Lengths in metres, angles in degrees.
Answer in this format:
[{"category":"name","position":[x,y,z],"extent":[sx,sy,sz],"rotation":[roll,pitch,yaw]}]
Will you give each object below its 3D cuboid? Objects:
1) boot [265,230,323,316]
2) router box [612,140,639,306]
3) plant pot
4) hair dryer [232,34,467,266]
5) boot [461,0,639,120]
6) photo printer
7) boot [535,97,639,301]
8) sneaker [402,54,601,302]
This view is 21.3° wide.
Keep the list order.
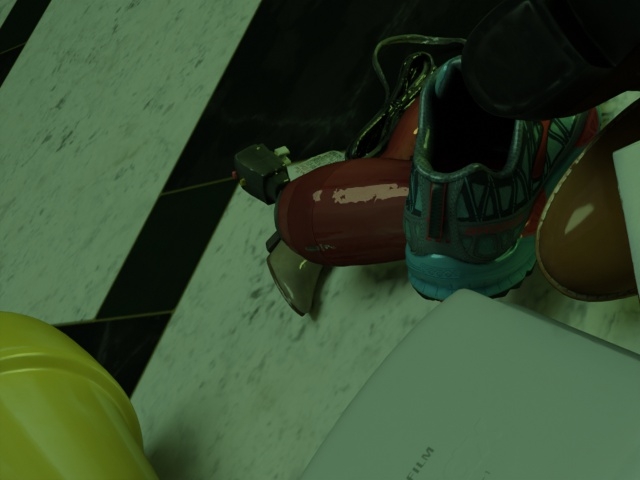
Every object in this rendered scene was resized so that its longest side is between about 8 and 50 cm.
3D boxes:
[{"category":"boot","position":[0.000,0.000,1.360],"extent":[0.087,0.042,0.118],"rotation":[-38,36,10]},{"category":"router box","position":[0.291,0.015,0.637],"extent":[0.335,0.082,0.301],"rotation":[-24,33,18]},{"category":"plant pot","position":[-0.215,0.211,1.241],"extent":[0.239,0.254,0.254],"rotation":[31,84,47]},{"category":"hair dryer","position":[0.055,-0.072,1.295],"extent":[0.223,0.080,0.293],"rotation":[-39,36,-2]},{"category":"boot","position":[0.247,-0.150,0.996],"extent":[0.264,0.096,0.280],"rotation":[-39,-15,31]},{"category":"photo printer","position":[0.092,0.162,0.944],"extent":[0.256,0.107,0.307],"rotation":[-55,27,-5]},{"category":"boot","position":[0.216,-0.046,0.907],"extent":[0.283,0.109,0.220],"rotation":[-28,-4,21]},{"category":"sneaker","position":[0.123,-0.081,1.128],"extent":[0.104,0.125,0.262],"rotation":[3,42,19]}]
